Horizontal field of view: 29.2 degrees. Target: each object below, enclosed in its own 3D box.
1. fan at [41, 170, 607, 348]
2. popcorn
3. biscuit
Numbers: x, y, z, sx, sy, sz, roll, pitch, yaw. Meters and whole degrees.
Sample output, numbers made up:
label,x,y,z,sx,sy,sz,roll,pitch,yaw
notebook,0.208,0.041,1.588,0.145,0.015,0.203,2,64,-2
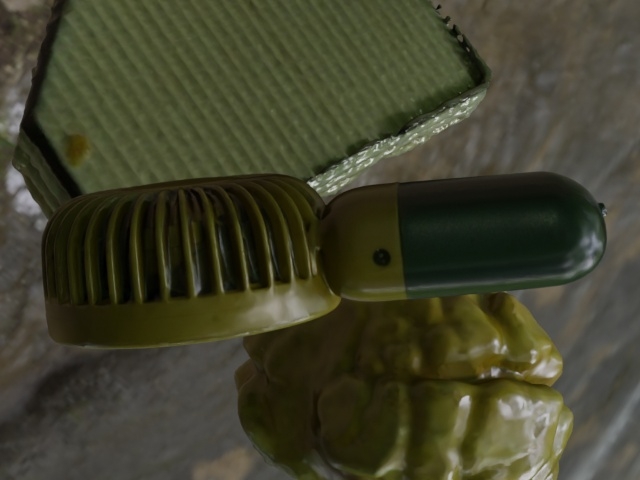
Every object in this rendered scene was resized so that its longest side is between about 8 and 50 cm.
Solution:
label,x,y,z,sx,sy,sz,roll,pitch,yaw
fan,0.000,0.000,0.338,0.082,0.155,0.039,-46,131,-82
popcorn,0.056,0.091,0.794,0.203,0.226,0.200,37,51,-51
biscuit,-0.040,-0.080,0.595,0.252,0.150,0.052,-32,171,-38
